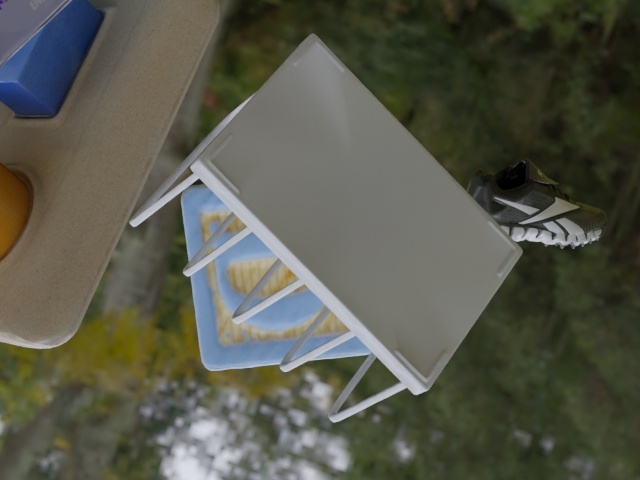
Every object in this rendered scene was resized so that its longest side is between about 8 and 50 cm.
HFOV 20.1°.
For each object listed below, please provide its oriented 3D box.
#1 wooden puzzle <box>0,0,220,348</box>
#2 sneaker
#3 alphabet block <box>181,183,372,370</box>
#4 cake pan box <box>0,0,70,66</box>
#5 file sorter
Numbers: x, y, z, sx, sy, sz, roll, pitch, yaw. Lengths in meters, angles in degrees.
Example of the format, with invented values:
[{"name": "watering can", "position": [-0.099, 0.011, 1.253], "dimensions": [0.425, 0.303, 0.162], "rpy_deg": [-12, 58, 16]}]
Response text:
[{"name": "wooden puzzle", "position": [-0.280, -0.084, 1.409], "dimensions": [0.347, 0.322, 0.080], "rpy_deg": [6, 153, 36]}, {"name": "sneaker", "position": [0.271, -0.048, 2.257], "dimensions": [0.234, 0.106, 0.078], "rpy_deg": [0, -165, -32]}, {"name": "alphabet block", "position": [-0.035, 0.024, 1.910], "dimensions": [0.192, 0.193, 0.197], "rpy_deg": [-5, -177, 4]}, {"name": "cake pan box", "position": [-0.171, -0.193, 0.911], "dimensions": [0.245, 0.267, 0.070], "rpy_deg": [18, 149, 48]}, {"name": "file sorter", "position": [0.000, 0.000, 1.635], "dimensions": [0.278, 0.193, 0.173], "rpy_deg": [45, 143, -8]}]
